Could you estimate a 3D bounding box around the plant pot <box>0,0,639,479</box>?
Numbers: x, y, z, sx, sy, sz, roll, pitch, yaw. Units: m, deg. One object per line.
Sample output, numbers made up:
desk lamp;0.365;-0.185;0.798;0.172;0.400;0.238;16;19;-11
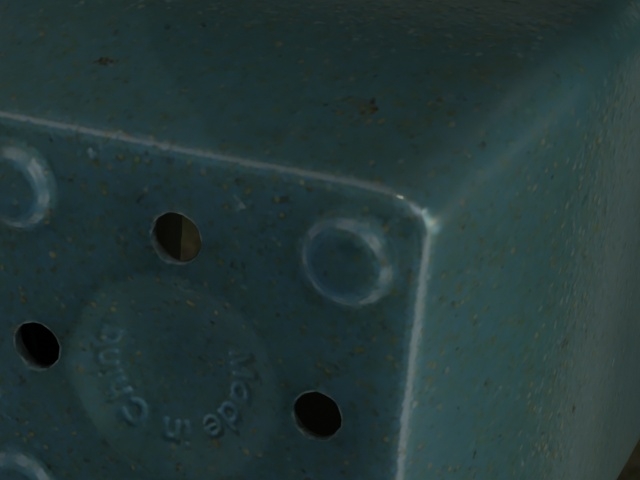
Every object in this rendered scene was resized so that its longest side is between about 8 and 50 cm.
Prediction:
plant pot;0.000;0.000;0.501;0.247;0.252;0.248;12;115;17
